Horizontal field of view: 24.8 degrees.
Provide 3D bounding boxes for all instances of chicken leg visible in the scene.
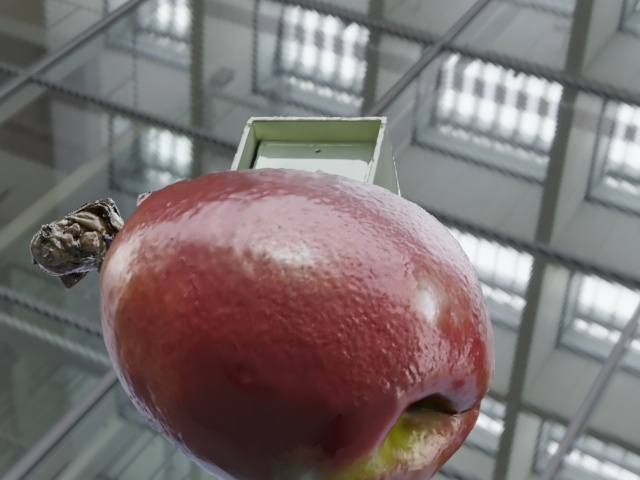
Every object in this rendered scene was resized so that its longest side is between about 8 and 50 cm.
[{"bbox_3d":[-0.256,0.006,1.784,0.196,0.080,0.125,-6,-37,-7],"label":"chicken leg"}]

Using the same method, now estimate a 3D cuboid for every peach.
[{"bbox_3d":[-0.030,0.069,1.181,0.338,0.281,0.281,34,-43,38],"label":"peach"}]

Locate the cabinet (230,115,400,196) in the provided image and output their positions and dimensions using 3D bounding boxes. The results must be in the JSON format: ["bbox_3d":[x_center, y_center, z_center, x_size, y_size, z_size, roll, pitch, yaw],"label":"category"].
[{"bbox_3d":[0.000,0.000,1.451,0.145,0.150,0.206,1,-45,14],"label":"cabinet"}]
